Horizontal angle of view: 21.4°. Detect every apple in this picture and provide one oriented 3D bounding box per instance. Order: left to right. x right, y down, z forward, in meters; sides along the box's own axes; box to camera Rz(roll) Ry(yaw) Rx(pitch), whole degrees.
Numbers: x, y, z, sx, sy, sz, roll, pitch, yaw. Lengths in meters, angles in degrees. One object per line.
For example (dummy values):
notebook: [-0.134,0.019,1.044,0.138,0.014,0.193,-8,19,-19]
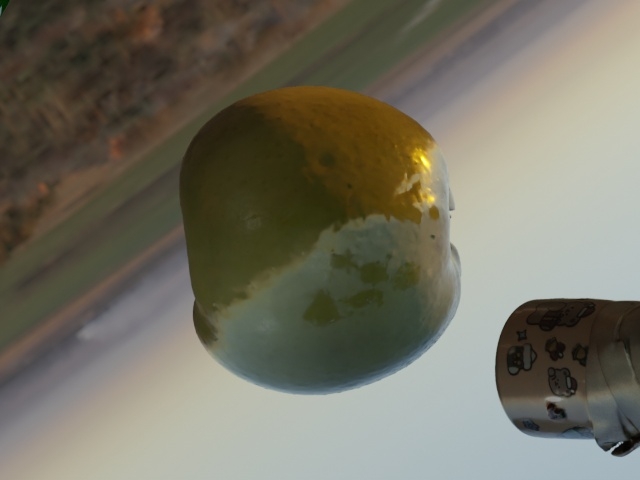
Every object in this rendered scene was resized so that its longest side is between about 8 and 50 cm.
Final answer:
apple: [0.000,0.000,1.573,0.254,0.292,0.292,-8,-176,7]

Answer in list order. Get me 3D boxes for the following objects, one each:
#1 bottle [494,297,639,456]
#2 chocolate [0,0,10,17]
bottle: [0.191,0.081,1.041,0.152,0.099,0.099,-2,-155,42]
chocolate: [-0.185,-0.159,0.679,0.341,0.161,0.360,-32,-158,41]
